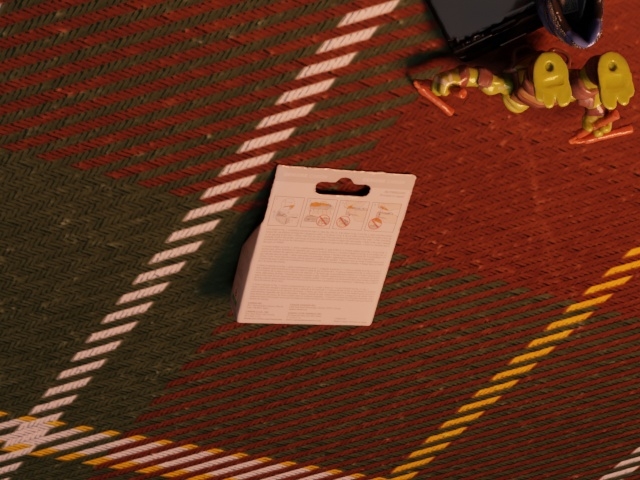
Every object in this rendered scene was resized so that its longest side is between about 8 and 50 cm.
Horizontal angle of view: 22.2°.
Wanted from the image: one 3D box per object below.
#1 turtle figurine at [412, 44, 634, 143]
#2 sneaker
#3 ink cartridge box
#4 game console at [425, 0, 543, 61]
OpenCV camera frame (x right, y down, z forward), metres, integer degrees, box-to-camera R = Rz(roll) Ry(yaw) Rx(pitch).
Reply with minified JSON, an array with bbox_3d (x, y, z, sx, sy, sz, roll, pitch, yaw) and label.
[{"bbox_3d":[0.252,-0.166,1.754,0.269,0.087,0.217,13,176,-15],"label":"turtle figurine"},{"bbox_3d":[0.245,-0.287,1.616,0.083,0.087,0.221,-22,122,3],"label":"sneaker"},{"bbox_3d":[0.000,0.000,1.968,0.181,0.056,0.225,3,120,-21],"label":"ink cartridge box"},{"bbox_3d":[0.185,-0.251,1.728,0.122,0.071,0.107,-24,171,13],"label":"game console"}]
